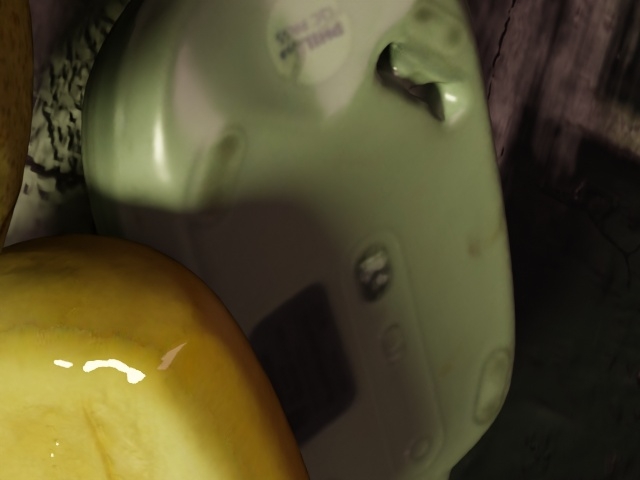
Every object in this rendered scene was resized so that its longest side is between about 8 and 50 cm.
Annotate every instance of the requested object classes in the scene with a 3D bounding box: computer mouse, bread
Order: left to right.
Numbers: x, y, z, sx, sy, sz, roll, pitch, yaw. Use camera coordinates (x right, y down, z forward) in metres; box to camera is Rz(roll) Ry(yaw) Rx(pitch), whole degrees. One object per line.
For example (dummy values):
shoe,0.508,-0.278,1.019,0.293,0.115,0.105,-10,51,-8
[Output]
bread,-0.075,0.090,0.723,0.098,0.147,0.217,-69,149,-46
computer mouse,-0.004,-0.002,0.809,0.197,0.095,0.331,-31,132,-21

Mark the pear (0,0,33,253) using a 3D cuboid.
pear,-0.193,-0.040,0.510,0.211,0.188,0.228,14,92,-52
